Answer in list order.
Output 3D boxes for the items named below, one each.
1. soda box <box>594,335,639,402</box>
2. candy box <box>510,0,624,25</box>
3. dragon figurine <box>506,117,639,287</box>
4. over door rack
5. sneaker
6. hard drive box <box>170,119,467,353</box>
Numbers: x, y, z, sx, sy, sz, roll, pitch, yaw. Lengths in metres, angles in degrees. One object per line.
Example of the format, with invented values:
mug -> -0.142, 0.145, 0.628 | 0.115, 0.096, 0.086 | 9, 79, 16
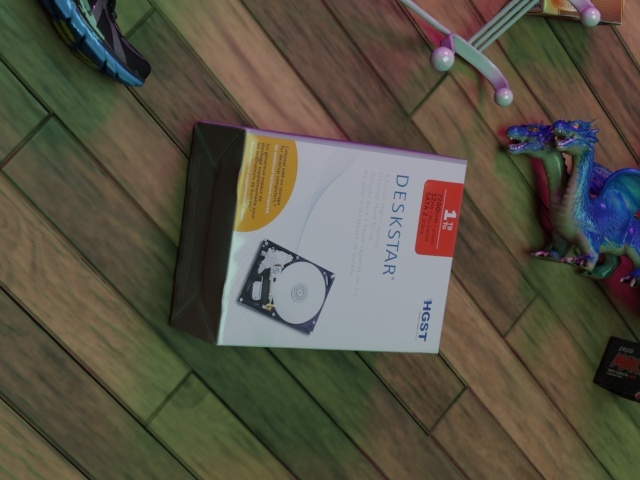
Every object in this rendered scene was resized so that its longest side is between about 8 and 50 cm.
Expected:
soda box -> 0.365, 0.148, 1.399 | 0.053, 0.169, 0.060 | 27, 83, -33
candy box -> 0.250, -0.307, 1.323 | 0.109, 0.053, 0.186 | 1, 99, -34
dragon figurine -> 0.298, -0.031, 1.378 | 0.289, 0.085, 0.144 | 19, 87, -33
over door rack -> 0.143, -0.273, 1.156 | 0.239, 0.108, 0.324 | -42, 127, 18
sneaker -> -0.179, -0.201, 1.047 | 0.078, 0.067, 0.188 | -35, 112, -17
hard drive box -> 0.000, 0.000, 1.184 | 0.232, 0.089, 0.181 | 4, 96, -34
